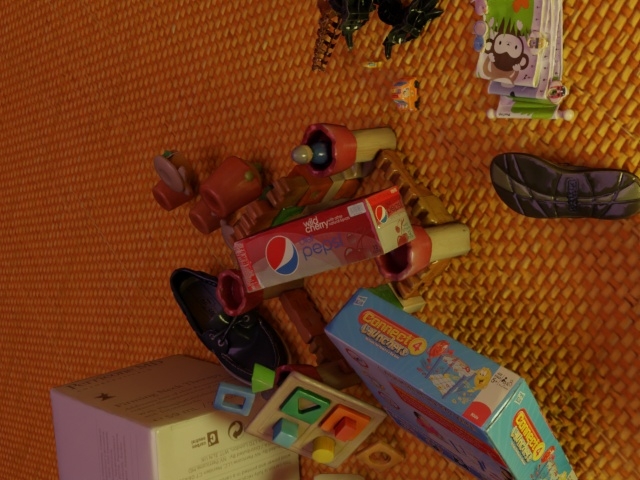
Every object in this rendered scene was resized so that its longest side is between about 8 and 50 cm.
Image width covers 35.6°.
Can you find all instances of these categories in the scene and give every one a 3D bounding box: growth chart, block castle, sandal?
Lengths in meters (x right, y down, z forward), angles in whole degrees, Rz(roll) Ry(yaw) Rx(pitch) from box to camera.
[{"bbox_3d":[0.276,-0.281,1.396,0.172,0.021,0.237,1,99,50],"label":"growth chart"},{"bbox_3d":[0.004,0.045,1.635,0.303,0.213,0.453,57,135,24],"label":"block castle"},{"bbox_3d":[0.335,-0.076,1.351,0.219,0.060,0.089,6,109,34],"label":"sandal"}]

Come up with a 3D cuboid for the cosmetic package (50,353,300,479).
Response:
[{"bbox_3d":[-0.287,0.441,1.970,0.394,0.330,0.327,6,103,47],"label":"cosmetic package"}]

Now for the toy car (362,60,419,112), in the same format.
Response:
[{"bbox_3d":[0.105,-0.244,1.585,0.122,0.041,0.060,32,122,40],"label":"toy car"}]

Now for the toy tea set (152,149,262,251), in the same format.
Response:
[{"bbox_3d":[-0.211,-0.106,1.957,0.336,0.124,0.200,29,149,38],"label":"toy tea set"}]

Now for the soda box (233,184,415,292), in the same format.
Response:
[{"bbox_3d":[0.000,0.000,1.438,0.263,0.092,0.083,-17,95,38],"label":"soda box"}]

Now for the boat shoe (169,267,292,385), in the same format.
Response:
[{"bbox_3d":[-0.185,0.156,1.929,0.127,0.113,0.340,-42,51,0],"label":"boat shoe"}]

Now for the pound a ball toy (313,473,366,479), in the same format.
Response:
[{"bbox_3d":[0.053,0.553,1.713,0.319,0.136,0.208,-118,37,-63],"label":"pound a ball toy"}]

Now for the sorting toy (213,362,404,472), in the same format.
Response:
[{"bbox_3d":[-0.008,0.310,1.646,0.196,0.348,0.047,-52,20,39],"label":"sorting toy"}]

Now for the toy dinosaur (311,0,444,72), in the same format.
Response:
[{"bbox_3d":[0.072,-0.401,1.544,0.321,0.164,0.218,96,155,-46],"label":"toy dinosaur"}]

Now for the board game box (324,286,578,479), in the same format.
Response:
[{"bbox_3d":[0.189,0.235,1.425,0.308,0.086,0.302,28,161,42],"label":"board game box"}]
